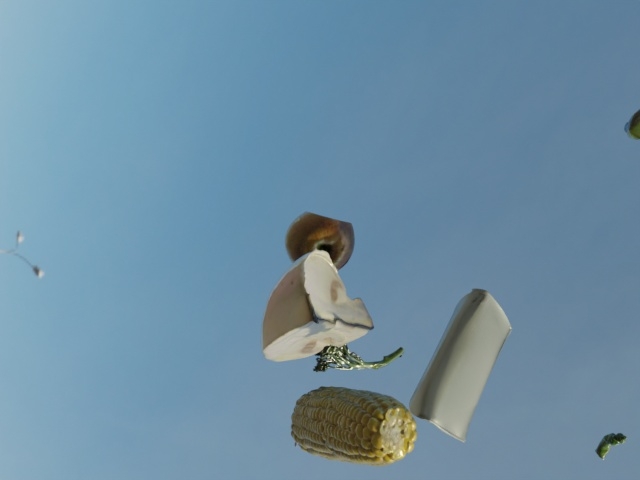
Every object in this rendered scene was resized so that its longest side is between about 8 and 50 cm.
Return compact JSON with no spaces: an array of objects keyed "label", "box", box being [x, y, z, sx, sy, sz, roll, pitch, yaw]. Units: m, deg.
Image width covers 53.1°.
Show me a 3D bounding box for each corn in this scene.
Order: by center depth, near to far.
[{"label":"corn","box":[0.034,0.255,0.885,0.305,0.106,0.106,145,-57,-68]}]

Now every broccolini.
[{"label":"broccolini","box":[0.105,0.272,1.651,0.062,0.272,0.123,32,-65,57]}]

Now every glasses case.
[{"label":"glasses case","box":[0.285,0.251,1.292,0.083,0.128,0.308,-21,-148,58]}]

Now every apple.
[{"label":"apple","box":[-0.006,-0.002,1.510,0.163,0.146,0.147,-55,-158,17]}]

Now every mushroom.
[{"label":"mushroom","box":[-0.034,0.124,1.202,0.173,0.236,0.162,-27,-116,24]}]

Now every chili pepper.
[{"label":"chili pepper","box":[0.493,0.344,1.090,0.083,0.022,0.027,105,-2,-50]}]

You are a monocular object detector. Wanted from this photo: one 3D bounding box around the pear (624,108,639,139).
[{"label":"pear","box":[0.754,-0.175,1.252,0.164,0.238,0.255,-45,-112,39]}]
